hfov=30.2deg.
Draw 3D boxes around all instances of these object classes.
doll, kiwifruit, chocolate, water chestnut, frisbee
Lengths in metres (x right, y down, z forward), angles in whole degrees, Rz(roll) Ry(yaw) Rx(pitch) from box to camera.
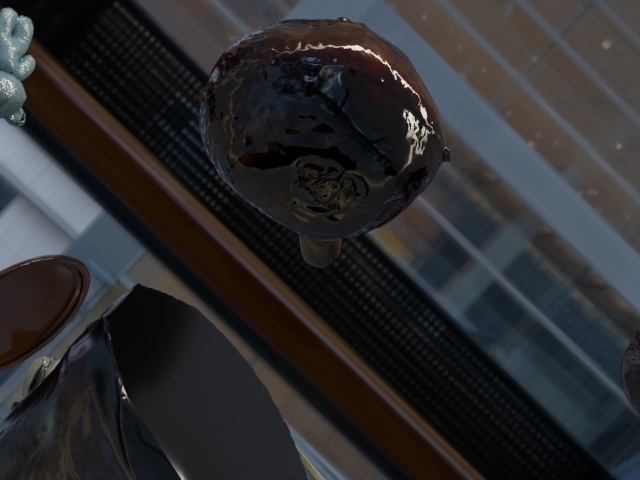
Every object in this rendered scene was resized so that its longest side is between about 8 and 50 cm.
[{"bbox_3d":[-0.475,-0.254,1.741,0.120,0.075,0.180,26,53,-33],"label":"doll"},{"bbox_3d":[0.000,0.000,2.148,0.075,0.075,0.124,43,-29,30],"label":"kiwifruit"},{"bbox_3d":[-0.240,0.285,1.412,0.384,0.331,0.383,52,14,-19],"label":"chocolate"},{"bbox_3d":[0.015,-0.173,1.647,0.350,0.302,0.350,11,-31,7],"label":"water chestnut"},{"bbox_3d":[-0.430,0.107,1.647,0.021,0.251,0.251,49,1,20],"label":"frisbee"}]

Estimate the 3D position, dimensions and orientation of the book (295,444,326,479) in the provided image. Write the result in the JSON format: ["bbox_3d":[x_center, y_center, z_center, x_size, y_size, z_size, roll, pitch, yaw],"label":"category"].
[{"bbox_3d":[-0.008,0.315,1.589,0.077,0.014,0.111,45,-13,33],"label":"book"}]

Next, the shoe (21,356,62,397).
[{"bbox_3d":[-0.421,0.218,1.870,0.092,0.089,0.180,9,-9,0],"label":"shoe"}]

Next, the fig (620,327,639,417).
[{"bbox_3d":[0.580,0.206,1.874,0.217,0.217,0.321,43,6,18],"label":"fig"}]

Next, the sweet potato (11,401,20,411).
[{"bbox_3d":[-0.404,0.249,1.634,0.095,0.034,0.034,36,-5,36],"label":"sweet potato"}]
